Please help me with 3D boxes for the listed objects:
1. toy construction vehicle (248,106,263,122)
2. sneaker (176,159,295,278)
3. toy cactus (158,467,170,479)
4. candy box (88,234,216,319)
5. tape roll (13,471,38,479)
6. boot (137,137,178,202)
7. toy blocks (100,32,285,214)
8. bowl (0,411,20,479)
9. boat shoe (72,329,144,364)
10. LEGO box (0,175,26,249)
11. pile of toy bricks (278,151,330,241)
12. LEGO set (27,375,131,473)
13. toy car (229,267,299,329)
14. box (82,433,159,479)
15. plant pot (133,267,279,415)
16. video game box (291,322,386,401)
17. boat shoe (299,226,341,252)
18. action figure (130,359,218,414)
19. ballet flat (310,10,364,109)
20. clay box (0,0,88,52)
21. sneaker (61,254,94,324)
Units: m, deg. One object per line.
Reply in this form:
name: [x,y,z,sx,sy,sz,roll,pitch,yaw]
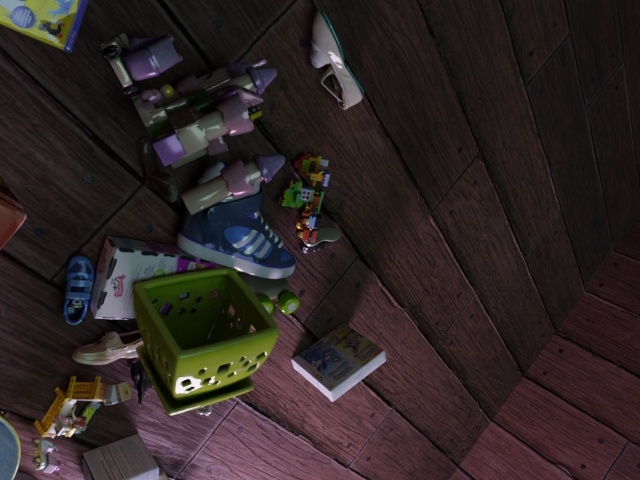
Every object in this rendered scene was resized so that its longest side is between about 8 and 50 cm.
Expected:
toy construction vehicle: [-0.179,-0.280,1.193,0.098,0.035,0.086,-37,142,-18]
sneaker: [-0.147,-0.056,1.259,0.322,0.130,0.236,17,103,-39]
toy cactus: [-0.403,0.679,1.445,0.219,0.112,0.180,-18,113,-24]
candy box: [-0.358,0.087,1.191,0.233,0.071,0.159,11,106,-44]
tape roll: [-0.685,0.601,1.169,0.219,0.072,0.219,-18,122,-33]
boot: [-0.314,-0.137,1.085,0.037,0.114,0.106,-21,124,-33]
toy blocks: [-0.190,-0.260,0.987,0.260,0.288,0.309,-27,126,-7]
bowl: [-0.702,0.371,0.977,0.289,0.156,0.289,-19,122,-33]
boat shoe: [-0.445,0.222,1.196,0.170,0.063,0.059,-2,110,-50]
LEGO box: [-0.643,-0.145,0.616,0.193,0.372,0.500,-53,134,-6]
pile of toy bricks: [-0.049,-0.101,1.356,0.105,0.118,0.212,8,119,-10]
LEGO set: [-0.485,0.359,1.177,0.287,0.132,0.107,-41,142,12]
toy car: [-0.162,0.171,1.362,0.149,0.155,0.188,-2,125,-40]
box: [-0.463,0.535,1.289,0.137,0.126,0.072,-9,119,-37]
plant pot: [-0.249,0.213,1.153,0.227,0.228,0.207,-8,128,-37]
video game box: [0.051,0.341,1.593,0.205,0.187,0.048,-31,129,-26]
boat shoe: [-0.001,-0.001,1.478,0.133,0.049,0.042,-19,151,-41]
action figure: [-0.296,0.318,1.309,0.275,0.164,0.141,0,102,-31]
ballet flat: [0.025,-0.401,1.277,0.086,0.086,0.248,-48,135,-11]
clay box: [-0.480,-0.395,0.855,0.222,0.053,0.127,14,101,-45]
sneaker: [-0.477,0.100,1.099,0.053,0.059,0.144,5,106,-25]
